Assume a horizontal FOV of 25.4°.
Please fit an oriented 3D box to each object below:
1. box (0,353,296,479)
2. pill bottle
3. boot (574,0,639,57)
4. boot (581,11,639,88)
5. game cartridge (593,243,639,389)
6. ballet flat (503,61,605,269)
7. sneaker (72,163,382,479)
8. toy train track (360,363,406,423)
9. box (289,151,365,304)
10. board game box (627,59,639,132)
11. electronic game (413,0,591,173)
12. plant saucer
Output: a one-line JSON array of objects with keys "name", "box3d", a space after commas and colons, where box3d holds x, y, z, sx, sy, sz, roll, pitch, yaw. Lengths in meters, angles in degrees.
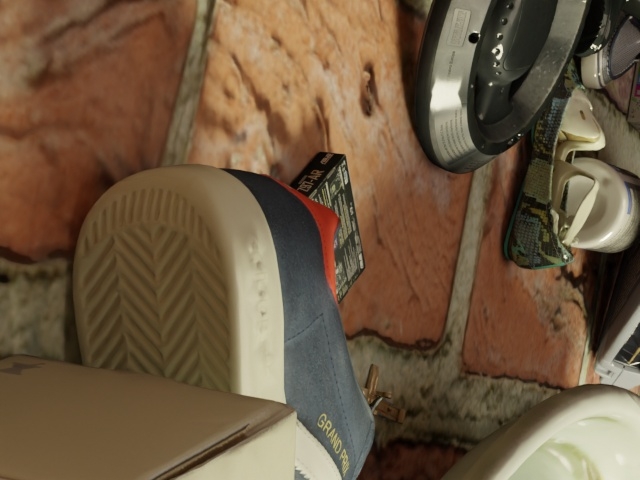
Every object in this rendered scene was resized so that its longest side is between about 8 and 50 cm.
[{"name": "box", "box3d": [-0.099, 0.214, 0.563, 0.121, 0.148, 0.311, -20, 113, -59]}, {"name": "pill bottle", "box3d": [0.248, -0.029, 1.251, 0.137, 0.078, 0.078, 7, 90, -63]}, {"name": "boot", "box3d": [0.263, -0.206, 1.233, 0.099, 0.045, 0.121, 15, 77, -37]}, {"name": "boot", "box3d": [0.303, -0.201, 1.303, 0.190, 0.086, 0.069, -56, 144, -41]}, {"name": "game cartridge", "box3d": [0.328, 0.004, 1.326, 0.294, 0.060, 0.196, 98, 8, -65]}, {"name": "ballet flat", "box3d": [0.201, -0.065, 1.164, 0.070, 0.070, 0.188, 27, 73, -62]}, {"name": "sneaker", "box3d": [-0.034, 0.139, 0.682, 0.148, 0.131, 0.350, -5, 101, -58]}, {"name": "toy train track", "box3d": [0.043, 0.112, 0.957, 0.083, 0.014, 0.048, 36, 65, -61]}, {"name": "box", "box3d": [0.000, 0.000, 0.837, 0.067, 0.018, 0.083, -52, 141, -45]}, {"name": "board game box", "box3d": [0.361, -0.157, 1.495, 0.154, 0.026, 0.103, 20, 79, -63]}, {"name": "electronic game", "box3d": [0.131, -0.155, 0.989, 0.229, 0.048, 0.229, -44, 148, -38]}, {"name": "plant saucer", "box3d": [0.115, 0.282, 1.002, 0.400, 0.100, 0.401, -24, 122, -46]}]
